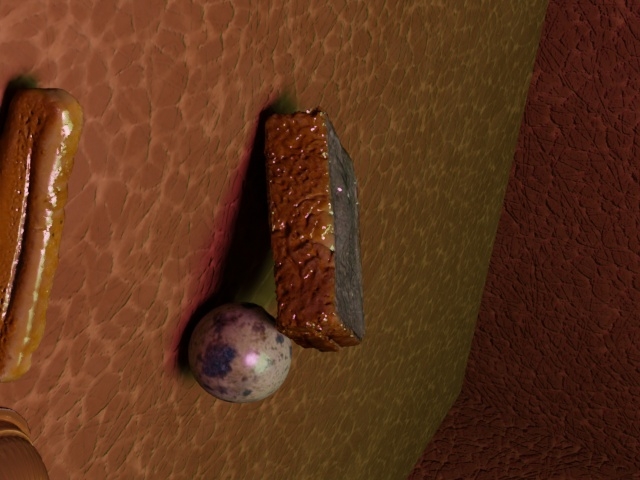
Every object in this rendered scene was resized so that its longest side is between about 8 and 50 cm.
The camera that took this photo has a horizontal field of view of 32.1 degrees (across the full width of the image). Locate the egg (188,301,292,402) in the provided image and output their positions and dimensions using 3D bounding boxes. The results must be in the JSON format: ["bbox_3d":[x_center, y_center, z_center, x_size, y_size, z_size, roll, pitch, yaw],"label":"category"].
[{"bbox_3d":[-0.108,0.155,1.541,0.181,0.141,0.141,24,89,-77],"label":"egg"}]

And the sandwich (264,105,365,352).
[{"bbox_3d":[0.000,0.000,1.549,0.271,0.099,0.301,38,47,-70],"label":"sandwich"}]

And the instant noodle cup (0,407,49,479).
[{"bbox_3d":[-0.354,0.315,1.148,0.274,0.090,0.274,-53,157,-35],"label":"instant noodle cup"}]

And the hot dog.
[{"bbox_3d":[-0.274,-0.004,1.025,0.286,0.087,0.061,-70,166,16],"label":"hot dog"}]
